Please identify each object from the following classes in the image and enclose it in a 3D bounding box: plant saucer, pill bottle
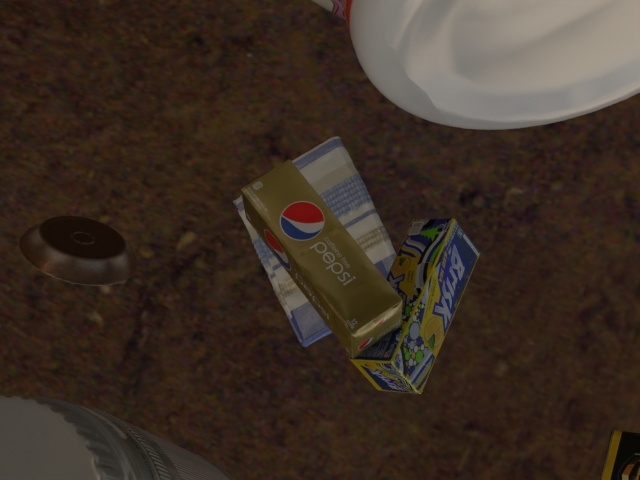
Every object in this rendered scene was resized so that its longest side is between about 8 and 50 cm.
[{"bbox_3d":[-0.400,0.008,1.977,0.199,0.198,0.036,-5,124,-42],"label":"plant saucer"},{"bbox_3d":[0.087,-0.262,0.650,0.210,0.210,0.362,18,51,-45],"label":"pill bottle"}]

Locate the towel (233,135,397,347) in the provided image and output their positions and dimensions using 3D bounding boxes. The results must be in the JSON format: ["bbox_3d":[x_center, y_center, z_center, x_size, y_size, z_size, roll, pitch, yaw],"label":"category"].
[{"bbox_3d":[0.000,0.000,1.844,0.209,0.285,0.034,-32,159,16],"label":"towel"}]

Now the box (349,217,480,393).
[{"bbox_3d":[0.093,0.061,1.141,0.059,0.054,0.169,49,56,-36],"label":"box"}]

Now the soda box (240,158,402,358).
[{"bbox_3d":[0.000,0.016,1.091,0.058,0.181,0.061,-33,156,-13],"label":"soda box"}]

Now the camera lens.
[{"bbox_3d":[-0.179,0.246,0.901,0.219,0.219,0.274,-61,151,-10],"label":"camera lens"}]

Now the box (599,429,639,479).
[{"bbox_3d":[0.232,0.344,0.873,0.257,0.079,0.322,-56,144,-48],"label":"box"}]

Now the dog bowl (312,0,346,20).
[{"bbox_3d":[0.057,-0.457,1.417,0.150,0.408,0.408,16,93,-6],"label":"dog bowl"}]
